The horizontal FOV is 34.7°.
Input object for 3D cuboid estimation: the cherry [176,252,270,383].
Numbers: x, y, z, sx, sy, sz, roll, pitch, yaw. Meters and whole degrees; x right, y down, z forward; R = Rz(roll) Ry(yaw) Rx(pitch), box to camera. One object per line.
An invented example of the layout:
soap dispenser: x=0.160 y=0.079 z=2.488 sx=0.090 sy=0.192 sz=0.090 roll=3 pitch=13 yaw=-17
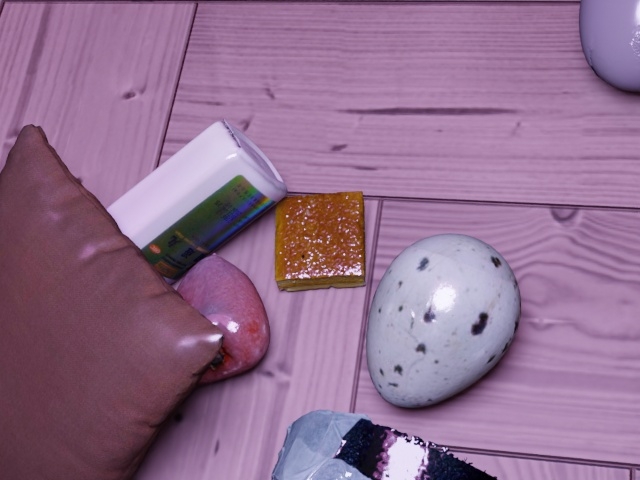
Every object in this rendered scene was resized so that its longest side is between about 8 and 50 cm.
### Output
cherry: x=-0.095 y=0.080 z=0.960 sx=0.106 sy=0.087 sz=0.126 roll=4 pitch=46 yaw=21

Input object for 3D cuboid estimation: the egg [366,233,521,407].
egg: x=0.104 y=0.072 z=0.910 sx=0.131 sy=0.131 sz=0.164 roll=38 pitch=99 yaw=25

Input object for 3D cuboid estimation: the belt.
belt: x=0.055 y=0.203 z=0.831 sx=0.198 sy=0.151 sz=0.078 roll=15 pitch=68 yaw=20

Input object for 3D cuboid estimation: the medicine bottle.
medicine bottle: x=-0.144 y=-0.017 z=0.995 sx=0.219 sy=0.115 sz=0.078 roll=-38 pitch=63 yaw=9

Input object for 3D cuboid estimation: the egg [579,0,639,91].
egg: x=0.330 y=-0.237 z=1.002 sx=0.146 sy=0.146 sz=0.199 roll=29 pitch=80 yaw=23

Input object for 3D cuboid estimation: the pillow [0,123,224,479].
pillow: x=-0.247 y=0.099 z=0.923 sx=0.308 sy=0.108 sz=0.305 roll=45 pitch=112 yaw=28

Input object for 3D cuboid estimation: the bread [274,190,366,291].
bread: x=0.000 y=0.000 z=1.010 sx=0.090 sy=0.035 sz=0.094 roll=-5 pitch=63 yaw=9
